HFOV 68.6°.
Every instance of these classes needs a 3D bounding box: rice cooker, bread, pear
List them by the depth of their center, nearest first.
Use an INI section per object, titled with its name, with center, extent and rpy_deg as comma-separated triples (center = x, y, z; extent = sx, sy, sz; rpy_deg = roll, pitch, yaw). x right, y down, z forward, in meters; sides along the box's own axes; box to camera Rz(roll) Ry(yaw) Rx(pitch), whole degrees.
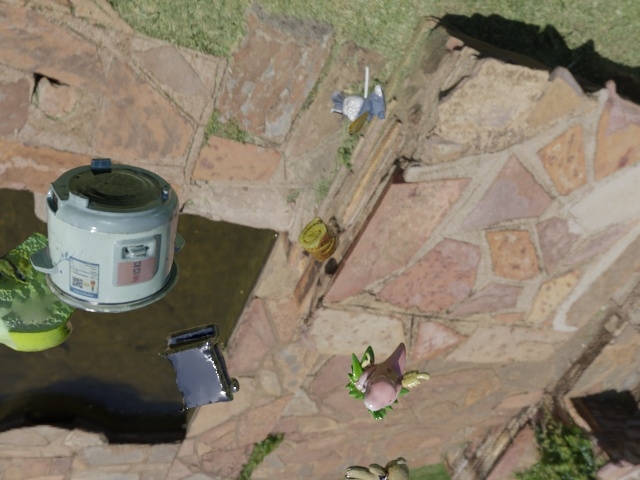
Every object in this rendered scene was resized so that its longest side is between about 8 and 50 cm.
[rice cooker]
center = -0.429, 0.003, 0.979
extent = 0.317, 0.264, 0.316
rpy_deg = -30, 142, -28
[pear]
center = -0.804, 0.169, 1.299
extent = 0.282, 0.286, 0.176
rpy_deg = 45, 134, -12
[bread]
center = 0.000, 0.000, 1.755
extent = 0.132, 0.103, 0.172
rpy_deg = -50, 155, -2

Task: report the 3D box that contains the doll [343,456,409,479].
[doll]
center = 0.085, 0.349, 0.702
extent = 0.093, 0.051, 0.061
rpy_deg = 13, 125, 8

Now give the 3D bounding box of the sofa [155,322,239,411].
[sofa]
center = -0.388, 0.412, 1.555
extent = 0.200, 0.182, 0.258
rpy_deg = -16, 100, 12

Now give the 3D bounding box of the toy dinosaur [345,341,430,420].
[toy dinosaur]
center = 0.127, 0.292, 1.014
extent = 0.194, 0.152, 0.177
rpy_deg = -31, 161, -33

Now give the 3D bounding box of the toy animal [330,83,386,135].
[toy animal]
center = 0.107, -0.396, 1.422
extent = 0.182, 0.127, 0.131
rpy_deg = -4, 113, 16
